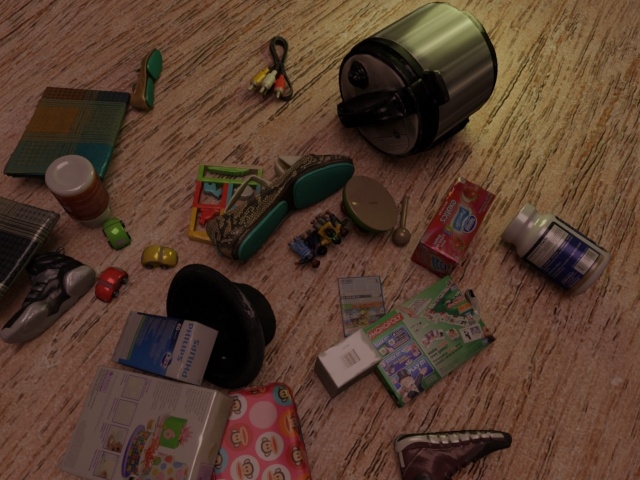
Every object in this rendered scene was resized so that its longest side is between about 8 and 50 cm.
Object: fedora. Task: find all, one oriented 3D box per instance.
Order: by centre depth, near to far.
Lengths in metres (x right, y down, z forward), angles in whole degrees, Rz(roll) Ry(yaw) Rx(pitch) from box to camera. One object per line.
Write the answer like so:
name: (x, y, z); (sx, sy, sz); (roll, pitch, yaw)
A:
fedora: (-0.229, 0.197, 1.364); (0.334, 0.334, 0.152); (50, 35, 18)

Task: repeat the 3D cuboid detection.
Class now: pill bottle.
pill bottle: (-0.639, -0.123, 1.470); (0.121, 0.216, 0.121); (1, 64, -3)
pill bottle: (0.650, 0.018, 1.532); (0.264, 0.153, 0.153); (39, 68, 14)

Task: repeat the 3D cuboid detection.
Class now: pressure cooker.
pressure cooker: (0.253, -0.452, 1.609); (0.420, 0.370, 0.375); (-36, 69, -22)

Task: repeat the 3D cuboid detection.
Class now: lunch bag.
lunch bag: (-0.163, 0.493, 1.266); (0.258, 0.120, 0.293); (-10, 66, -8)

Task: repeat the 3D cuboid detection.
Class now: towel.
towel: (-0.876, 0.024, 1.437); (0.324, 0.056, 0.312); (15, 65, 24)
towel: (-0.738, -0.319, 1.629); (0.271, 0.040, 0.370); (4, 54, -3)

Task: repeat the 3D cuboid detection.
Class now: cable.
cable: (-0.135, -0.569, 1.799); (0.139, 0.072, 0.287); (17, 64, -2)

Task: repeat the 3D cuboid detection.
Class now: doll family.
doll family: (0.000, 0.000, 1.532); (0.193, 0.076, 0.111); (-46, 72, 2)

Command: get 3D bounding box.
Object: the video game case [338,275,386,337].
video game case: (0.115, 0.178, 1.494); (0.119, 0.015, 0.166); (-3, 65, -6)

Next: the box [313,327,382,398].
box: (0.063, 0.304, 1.343); (0.130, 0.170, 0.091); (-30, 71, -17)

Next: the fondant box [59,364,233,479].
fondant box: (-0.388, 0.432, 1.230); (0.330, 0.096, 0.239); (5, 66, 22)

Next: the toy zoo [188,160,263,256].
toy zoo: (-0.273, -0.093, 1.585); (0.192, 0.030, 0.294); (4, 64, -3)

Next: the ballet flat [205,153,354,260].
ballet flat: (-0.120, -0.137, 1.537); (0.182, 0.164, 0.482); (40, 63, 22)

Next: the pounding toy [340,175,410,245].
pounding toy: (0.140, -0.074, 1.583); (0.236, 0.110, 0.183); (21, 51, -26)

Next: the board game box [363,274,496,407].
board game box: (0.273, 0.258, 1.441); (0.317, 0.046, 0.214); (-29, 74, -17)

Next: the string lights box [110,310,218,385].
string lights box: (-0.376, 0.252, 1.306); (0.259, 0.076, 0.134); (2, 67, 38)

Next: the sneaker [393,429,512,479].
sneaker: (0.320, 0.539, 1.301); (0.281, 0.106, 0.163); (-5, 71, 4)

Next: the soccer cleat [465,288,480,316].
soccer cleat: (0.420, 0.172, 1.507); (0.029, 0.036, 0.083); (-8, 65, -8)

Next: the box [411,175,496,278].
box: (0.375, -0.036, 1.551); (0.122, 0.128, 0.257); (30, 66, 10)

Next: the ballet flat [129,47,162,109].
ballet flat: (-0.562, -0.518, 1.744); (0.073, 0.080, 0.233); (-3, 63, 11)

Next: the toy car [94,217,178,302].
toy car: (-0.539, 0.024, 1.497); (0.239, 0.053, 0.225); (-29, 70, -17)

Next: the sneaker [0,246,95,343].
sneaker: (-0.729, 0.133, 1.410); (0.153, 0.101, 0.268); (36, 62, 13)
